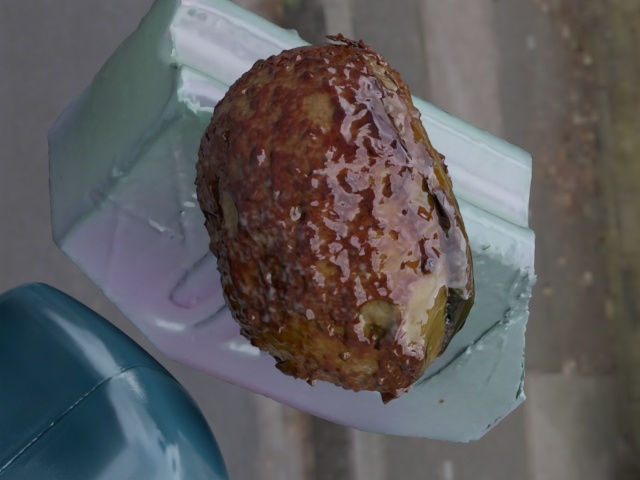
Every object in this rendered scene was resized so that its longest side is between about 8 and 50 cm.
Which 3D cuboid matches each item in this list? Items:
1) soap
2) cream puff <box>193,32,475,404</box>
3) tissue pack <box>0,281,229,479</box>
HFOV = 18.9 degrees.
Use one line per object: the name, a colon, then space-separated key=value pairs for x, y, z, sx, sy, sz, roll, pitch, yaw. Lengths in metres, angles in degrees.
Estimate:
soap: x=0.000 y=0.000 z=1.543 sx=0.446 sy=0.261 sz=0.156 roll=24 pitch=38 yaw=-30
cream puff: x=0.005 y=-0.010 z=1.238 sx=0.240 sy=0.164 sz=0.240 roll=55 pitch=-19 yaw=30
tissue pack: x=-0.197 y=0.189 z=1.226 sx=0.287 sy=0.206 sz=0.198 roll=-45 pitch=159 yaw=-5
